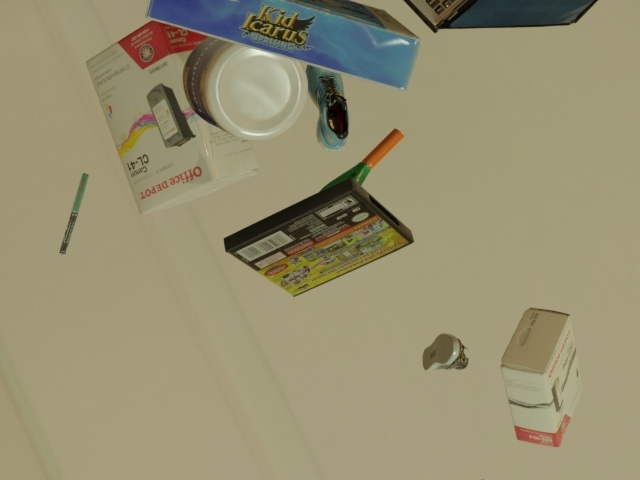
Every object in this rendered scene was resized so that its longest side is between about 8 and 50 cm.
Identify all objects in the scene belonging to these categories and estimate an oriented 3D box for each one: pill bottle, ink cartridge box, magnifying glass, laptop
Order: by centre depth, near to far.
[{"bbox_3d":[-0.126,-0.241,1.709,0.153,0.153,0.265,-25,-162,-12],"label":"pill bottle"},{"bbox_3d":[0.313,-0.545,1.907,0.382,0.408,0.236,-45,-179,-33],"label":"laptop"},{"bbox_3d":[-0.268,-0.227,2.021,0.226,0.306,0.131,-20,179,41],"label":"ink cartridge box"},{"bbox_3d":[0.420,0.258,2.111,0.092,0.218,0.158,7,-135,31],"label":"ink cartridge box"},{"bbox_3d":[0.070,-0.124,2.119,0.231,0.026,0.092,-47,-151,-3],"label":"magnifying glass"}]

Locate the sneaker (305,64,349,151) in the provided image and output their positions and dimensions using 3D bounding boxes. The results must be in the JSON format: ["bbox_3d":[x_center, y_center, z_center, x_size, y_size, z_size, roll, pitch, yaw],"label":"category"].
[{"bbox_3d":[0.022,-0.227,1.786,0.063,0.162,0.073,-11,174,-18],"label":"sneaker"}]

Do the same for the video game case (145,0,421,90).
[{"bbox_3d":[-0.045,-0.244,1.201,0.269,0.061,0.244,15,-164,-11],"label":"video game case"}]

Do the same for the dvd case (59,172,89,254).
[{"bbox_3d":[-0.410,-0.044,1.860,0.013,0.087,0.119,17,138,-14],"label":"dvd case"}]

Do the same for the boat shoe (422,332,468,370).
[{"bbox_3d":[0.279,0.233,2.345,0.083,0.065,0.183,0,165,-14],"label":"boat shoe"}]

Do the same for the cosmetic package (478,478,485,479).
[{"bbox_3d":[0.235,0.562,2.084,0.296,0.129,0.153,-5,-157,-34],"label":"cosmetic package"}]

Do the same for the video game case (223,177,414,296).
[{"bbox_3d":[0.000,0.000,2.081,0.275,0.035,0.248,-25,147,20],"label":"video game case"}]
